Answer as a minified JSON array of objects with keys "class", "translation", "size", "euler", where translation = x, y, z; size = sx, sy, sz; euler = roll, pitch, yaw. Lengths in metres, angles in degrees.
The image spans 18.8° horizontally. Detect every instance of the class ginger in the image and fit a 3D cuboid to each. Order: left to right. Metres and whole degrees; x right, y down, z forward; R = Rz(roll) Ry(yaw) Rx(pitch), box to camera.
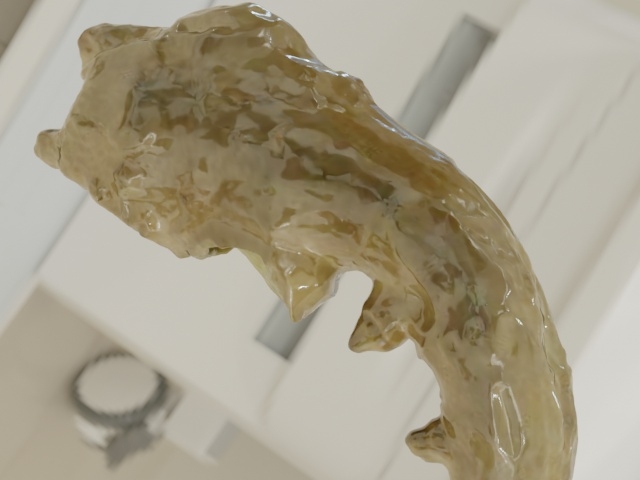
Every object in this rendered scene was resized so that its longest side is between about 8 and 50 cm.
[{"class":"ginger","translation":[0.003,-0.002,0.488],"size":[0.069,0.173,0.051],"euler":[-51,158,1]}]
